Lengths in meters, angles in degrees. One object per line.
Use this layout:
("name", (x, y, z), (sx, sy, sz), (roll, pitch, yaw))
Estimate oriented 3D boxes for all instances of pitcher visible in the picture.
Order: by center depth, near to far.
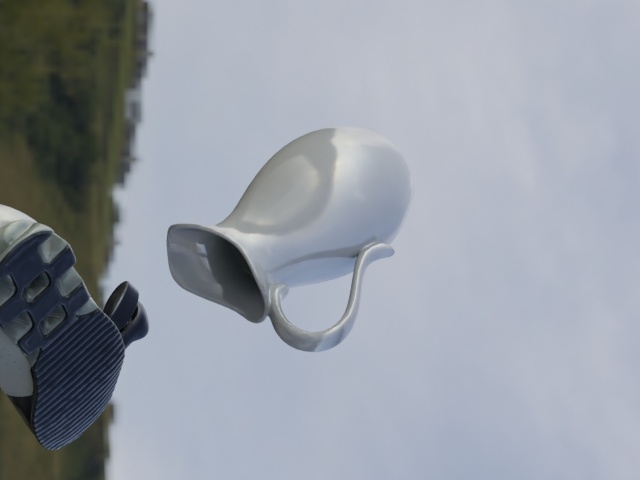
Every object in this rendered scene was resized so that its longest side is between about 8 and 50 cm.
("pitcher", (0.000, 0.000, 1.595), (0.178, 0.207, 0.125), (39, -36, 23))

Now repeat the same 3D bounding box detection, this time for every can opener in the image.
("can opener", (-0.268, 0.139, 2.291), (0.059, 0.073, 0.186), (-7, -134, 43))

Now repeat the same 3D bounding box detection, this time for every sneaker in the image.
("sneaker", (-0.286, 0.067, 1.777), (0.146, 0.122, 0.330), (33, -29, 30))
